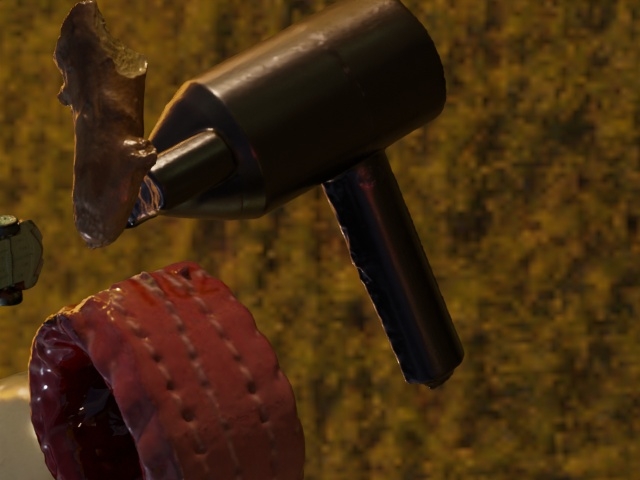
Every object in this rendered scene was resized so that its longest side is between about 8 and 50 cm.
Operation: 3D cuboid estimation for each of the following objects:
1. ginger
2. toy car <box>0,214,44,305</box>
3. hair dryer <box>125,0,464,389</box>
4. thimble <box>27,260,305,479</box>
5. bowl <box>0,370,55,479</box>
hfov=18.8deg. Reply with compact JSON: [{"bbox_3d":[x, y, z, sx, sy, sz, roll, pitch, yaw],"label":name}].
[{"bbox_3d":[-0.119,-0.065,1.086,0.044,0.057,0.137,77,-172,-77],"label":"ginger"},{"bbox_3d":[-0.229,0.019,1.229,0.035,0.122,0.059,18,118,38],"label":"toy car"},{"bbox_3d":[0.000,0.000,1.416,0.116,0.244,0.302,9,127,63],"label":"hair dryer"},{"bbox_3d":[-0.105,0.122,1.289,0.163,0.125,0.189,-37,74,53],"label":"thimble"},{"bbox_3d":[-0.215,0.238,1.460,0.307,0.163,0.307,4,95,60],"label":"bowl"}]
